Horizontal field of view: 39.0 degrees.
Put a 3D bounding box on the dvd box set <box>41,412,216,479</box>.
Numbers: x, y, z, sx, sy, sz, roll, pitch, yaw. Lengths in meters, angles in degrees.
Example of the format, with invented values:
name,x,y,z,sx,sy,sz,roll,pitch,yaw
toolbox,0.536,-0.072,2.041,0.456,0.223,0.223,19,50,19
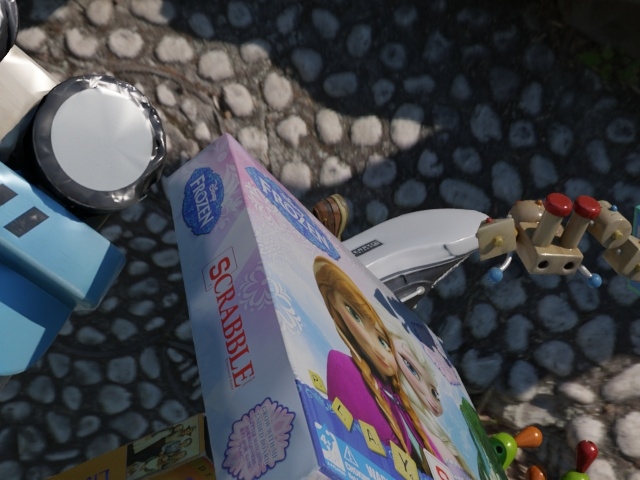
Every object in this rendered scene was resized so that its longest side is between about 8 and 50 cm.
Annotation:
name,x,y,z,sx,sy,sz,roll,pitch,yaw
dvd box set,-0.232,0.360,0.978,0.421,0.307,0.062,-25,41,11

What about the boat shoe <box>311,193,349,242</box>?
name,x,y,z,sx,sy,sz,roll,pitch,yaw
boat shoe,0.000,0.000,1.525,0.060,0.178,0.064,-16,47,-28

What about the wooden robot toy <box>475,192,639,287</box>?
name,x,y,z,sx,sy,sz,roll,pitch,yaw
wooden robot toy,0.186,-0.014,0.727,0.173,0.079,0.076,4,122,-21

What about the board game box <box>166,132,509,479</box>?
name,x,y,z,sx,sy,sz,roll,pitch,yaw
board game box,0.033,0.116,0.640,0.066,0.319,0.318,-37,38,13

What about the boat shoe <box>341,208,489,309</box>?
name,x,y,z,sx,sy,sz,roll,pitch,yaw
boat shoe,0.090,0.047,1.148,0.301,0.108,0.102,-23,120,-23

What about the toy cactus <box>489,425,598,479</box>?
name,x,y,z,sx,sy,sz,roll,pitch,yaw
toy cactus,0.161,0.269,0.846,0.219,0.112,0.180,-7,114,-30

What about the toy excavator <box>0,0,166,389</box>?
name,x,y,z,sx,sy,sz,roll,pitch,yaw
toy excavator,-0.295,0.071,0.708,0.433,0.222,0.445,41,67,-24

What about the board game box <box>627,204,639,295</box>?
name,x,y,z,sx,sy,sz,roll,pitch,yaw
board game box,0.571,0.050,1.396,0.047,0.210,0.160,-21,124,-20
